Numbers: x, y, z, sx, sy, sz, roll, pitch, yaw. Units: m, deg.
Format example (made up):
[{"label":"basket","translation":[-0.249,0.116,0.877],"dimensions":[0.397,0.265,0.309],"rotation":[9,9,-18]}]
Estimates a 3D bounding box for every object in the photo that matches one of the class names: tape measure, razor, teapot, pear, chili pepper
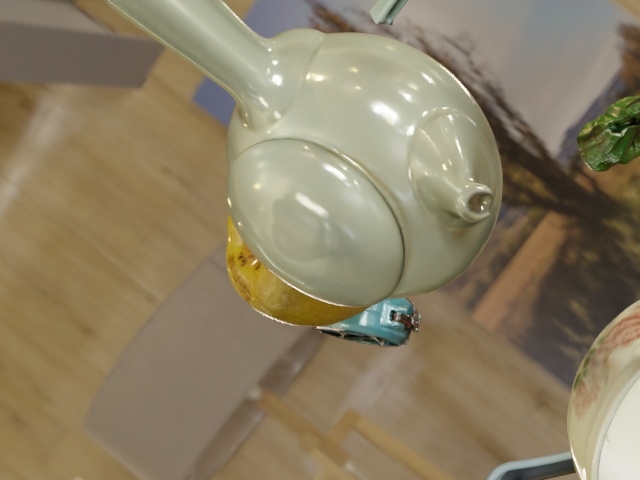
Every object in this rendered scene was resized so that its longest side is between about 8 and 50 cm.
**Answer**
[{"label":"tape measure","translation":[0.059,0.095,1.755],"dimensions":[0.125,0.146,0.081],"rotation":[48,-128,-77]},{"label":"razor","translation":[0.143,-0.374,1.750],"dimensions":[0.111,0.056,0.278],"rotation":[-3,-22,-32]},{"label":"teapot","translation":[-0.022,-0.076,0.935],"dimensions":[0.149,0.318,0.220],"rotation":[-53,-2,-38]},{"label":"pear","translation":[0.000,0.000,1.543],"dimensions":[0.209,0.209,0.209],"rotation":[-51,-7,-9]},{"label":"chili pepper","translation":[0.449,-0.170,1.885],"dimensions":[0.099,0.083,0.253],"rotation":[-35,-4,-23]}]

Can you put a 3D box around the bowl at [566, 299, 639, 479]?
[{"label":"bowl","translation":[0.341,0.148,1.228],"dimensions":[0.277,0.277,0.145],"rotation":[-53,27,9]}]

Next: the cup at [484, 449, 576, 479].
[{"label":"cup","translation":[0.348,0.427,1.612],"dimensions":[0.311,0.331,0.257],"rotation":[-13,6,-6]}]
